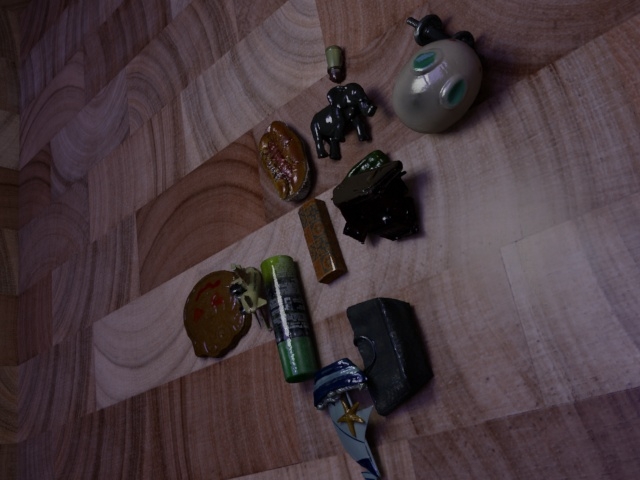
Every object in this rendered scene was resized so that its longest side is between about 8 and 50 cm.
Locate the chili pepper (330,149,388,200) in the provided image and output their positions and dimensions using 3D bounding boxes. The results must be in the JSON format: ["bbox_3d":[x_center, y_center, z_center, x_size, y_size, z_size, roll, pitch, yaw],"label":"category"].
[{"bbox_3d":[0.090,-0.142,1.596,0.204,0.073,0.072,-43,68,29],"label":"chili pepper"}]

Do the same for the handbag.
[{"bbox_3d":[0.147,0.252,1.447,0.175,0.089,0.270,-37,61,44],"label":"handbag"}]

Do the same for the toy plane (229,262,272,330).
[{"bbox_3d":[-0.200,0.139,1.751,0.092,0.229,0.244,-26,27,-3],"label":"toy plane"}]

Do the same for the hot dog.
[{"bbox_3d":[-0.099,-0.228,1.786,0.144,0.075,0.268,-46,50,29],"label":"hot dog"}]

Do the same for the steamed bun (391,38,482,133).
[{"bbox_3d":[0.250,-0.336,1.403,0.177,0.131,0.228,51,133,3],"label":"steamed bun"}]

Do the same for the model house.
[{"bbox_3d":[0.133,-0.076,1.510,0.203,0.164,0.141,-11,36,47],"label":"model house"}]

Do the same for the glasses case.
[{"bbox_3d":[0.000,0.000,1.657,0.075,0.049,0.218,-36,58,32],"label":"glasses case"}]

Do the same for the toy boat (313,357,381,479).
[{"bbox_3d":[0.078,0.428,1.479,0.220,0.067,0.291,-40,70,47],"label":"toy boat"}]

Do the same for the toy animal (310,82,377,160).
[{"bbox_3d":[0.052,-0.311,1.634,0.245,0.115,0.146,-23,66,37],"label":"toy animal"}]

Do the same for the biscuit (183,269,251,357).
[{"bbox_3d":[-0.322,0.222,1.914,0.273,0.049,0.257,-39,57,32],"label":"biscuit"}]

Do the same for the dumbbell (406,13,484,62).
[{"bbox_3d":[0.286,-0.468,1.473,0.254,0.082,0.081,46,112,39],"label":"dumbbell"}]

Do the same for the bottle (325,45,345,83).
[{"bbox_3d":[0.040,-0.478,1.735,0.063,0.047,0.101,129,135,-72],"label":"bottle"}]

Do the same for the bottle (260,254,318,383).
[{"bbox_3d":[-0.083,0.203,1.659,0.093,0.093,0.330,-32,60,34],"label":"bottle"}]
